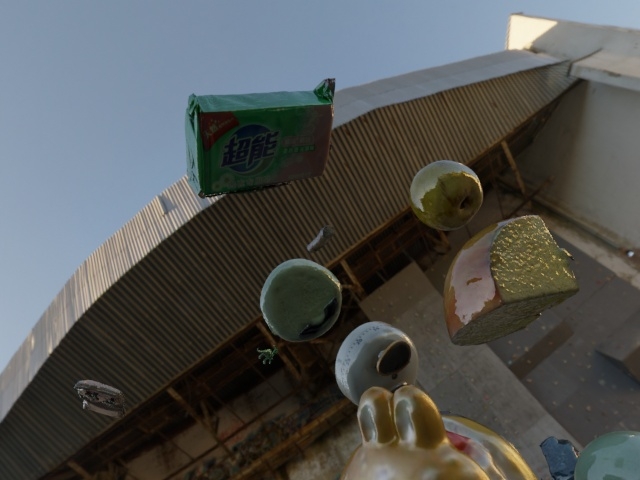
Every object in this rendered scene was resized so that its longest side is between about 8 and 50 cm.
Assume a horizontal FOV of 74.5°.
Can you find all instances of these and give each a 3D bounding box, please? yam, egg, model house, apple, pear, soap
[{"bbox_3d":[0.000,0.000,0.972,0.032,0.032,0.145,-20,-9,-21],"label":"yam"},{"bbox_3d":[0.443,0.350,0.589,0.149,0.149,0.192,-28,-41,-14],"label":"egg"},{"bbox_3d":[0.707,0.522,0.956,0.291,0.253,0.184,-44,-2,18],"label":"model house"},{"bbox_3d":[0.418,0.118,1.001,0.314,0.252,0.309,-55,-4,-31],"label":"apple"},{"bbox_3d":[0.358,-0.133,1.234,0.209,0.209,0.209,-18,-48,-22],"label":"pear"},{"bbox_3d":[-0.109,-0.191,0.781,0.273,0.098,0.218,-14,-52,-30],"label":"soap"}]

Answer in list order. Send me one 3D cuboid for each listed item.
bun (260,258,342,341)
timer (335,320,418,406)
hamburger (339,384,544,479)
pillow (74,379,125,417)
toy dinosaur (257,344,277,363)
[{"bbox_3d":[-0.072,0.211,1.513,0.293,0.293,0.187,-33,-1,-8],"label":"bun"},{"bbox_3d":[0.145,0.331,1.143,0.233,0.240,0.233,-4,-81,-29],"label":"timer"},{"bbox_3d":[0.140,0.341,0.528,0.186,0.261,0.303,19,-109,-43],"label":"hamburger"},{"bbox_3d":[-0.616,0.452,1.193,0.126,0.043,0.232,20,-41,-6],"label":"pillow"},{"bbox_3d":[-0.145,0.312,1.180,0.062,0.021,0.083,-42,-43,-35],"label":"toy dinosaur"}]
